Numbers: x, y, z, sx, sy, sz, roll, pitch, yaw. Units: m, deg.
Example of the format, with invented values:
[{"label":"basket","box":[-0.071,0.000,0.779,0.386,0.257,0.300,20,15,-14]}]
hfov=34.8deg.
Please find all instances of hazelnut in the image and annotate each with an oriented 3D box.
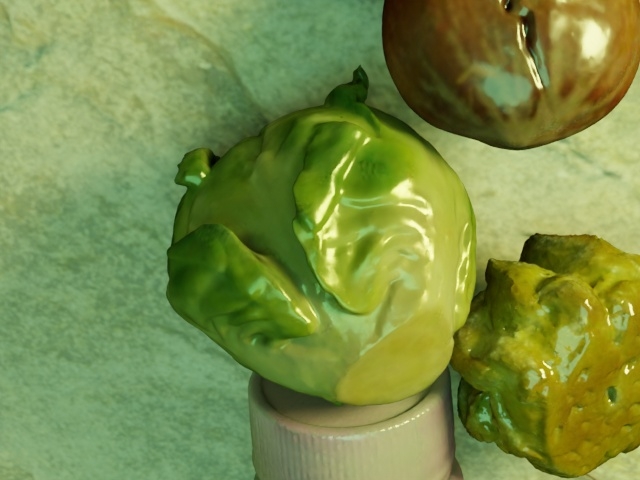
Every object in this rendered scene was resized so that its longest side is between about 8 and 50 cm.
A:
[{"label":"hazelnut","box":[0.156,-0.177,0.832,0.212,0.181,0.181,1,116,5]}]

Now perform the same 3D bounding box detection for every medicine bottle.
[{"label":"medicine bottle","box":[0.043,0.299,1.041,0.219,0.219,0.389,-2,114,6]}]

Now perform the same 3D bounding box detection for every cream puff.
[{"label":"cream puff","box":[0.232,0.101,0.943,0.196,0.244,0.244,14,121,36]}]

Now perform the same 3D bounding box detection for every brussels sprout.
[{"label":"brussels sprout","box":[-0.001,0.002,0.894,0.259,0.227,0.294,-40,62,8]}]
